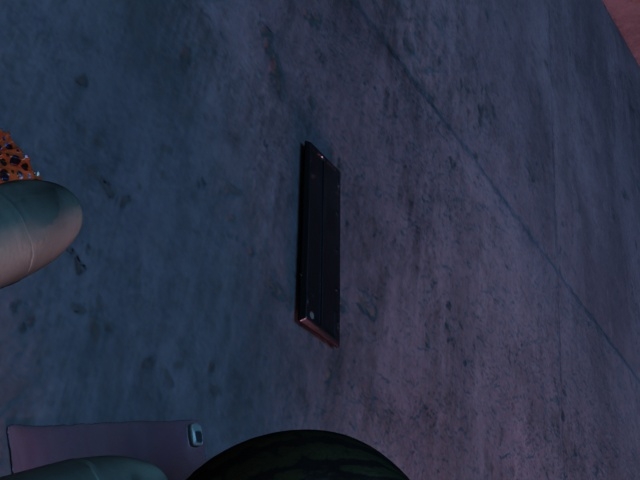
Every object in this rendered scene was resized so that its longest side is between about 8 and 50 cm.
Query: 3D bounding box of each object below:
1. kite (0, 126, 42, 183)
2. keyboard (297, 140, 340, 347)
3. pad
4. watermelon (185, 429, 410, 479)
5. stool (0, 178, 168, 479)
[{"bbox_3d":[-0.247,-0.077,0.686,0.222,0.008,0.125,59,33,-19],"label":"kite"},{"bbox_3d":[0.000,0.000,1.057,0.067,0.011,0.202,40,41,-45],"label":"keyboard"},{"bbox_3d":[-0.129,0.176,0.735,0.188,0.006,0.113,13,63,-57],"label":"pad"},{"bbox_3d":[-0.017,0.225,0.691,0.212,0.212,0.212,37,43,-45],"label":"watermelon"},{"bbox_3d":[-0.204,0.087,0.477,0.199,0.195,0.195,-7,79,-65],"label":"stool"}]
